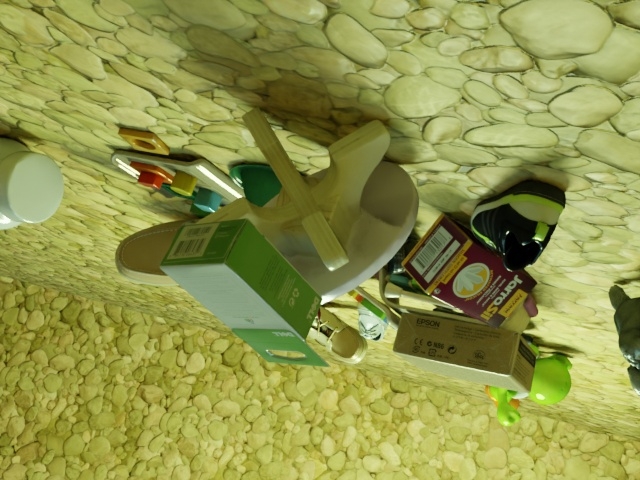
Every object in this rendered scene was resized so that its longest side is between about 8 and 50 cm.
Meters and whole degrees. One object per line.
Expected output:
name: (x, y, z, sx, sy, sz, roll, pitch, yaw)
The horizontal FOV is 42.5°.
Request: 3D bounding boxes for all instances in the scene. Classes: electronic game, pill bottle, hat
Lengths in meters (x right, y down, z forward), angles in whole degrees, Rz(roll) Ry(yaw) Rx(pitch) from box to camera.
electronic game: (0.359, 0.192, 1.835, 0.229, 0.048, 0.229, 18, 174, 2)
pill bottle: (-0.621, -0.108, 1.504, 0.302, 0.169, 0.169, 7, 164, 30)
hat: (-0.068, 0.001, 1.288, 0.209, 0.183, 0.173, 17, 166, -3)

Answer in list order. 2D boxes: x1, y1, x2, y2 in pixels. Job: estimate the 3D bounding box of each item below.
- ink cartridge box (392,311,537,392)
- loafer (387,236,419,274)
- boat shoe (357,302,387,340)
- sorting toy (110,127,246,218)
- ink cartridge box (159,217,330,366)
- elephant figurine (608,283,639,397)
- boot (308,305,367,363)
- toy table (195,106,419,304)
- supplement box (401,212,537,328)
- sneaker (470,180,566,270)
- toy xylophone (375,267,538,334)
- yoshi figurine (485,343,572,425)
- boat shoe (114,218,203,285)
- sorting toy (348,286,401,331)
ink cartridge box: (0.283, 0.218, 1.597, 0.235, 0.088, 0.193, 8, 166, 26)
loafer: (0.140, 0.019, 1.337, 0.061, 0.062, 0.170, 2, -169, 7)
boat shoe: (0.135, 0.212, 2.090, 0.079, 0.081, 0.227, 12, 166, 14)
sorting toy: (-0.235, -0.092, 1.393, 0.196, 0.047, 0.348, 7, 163, 30)
ink cartridge box: (-0.073, 0.064, 0.947, 0.109, 0.062, 0.209, -4, 140, 40)
elephant figurine: (0.579, 0.145, 1.234, 0.240, 0.186, 0.169, -20, -172, 23)
boot: (-0.011, 0.219, 2.157, 0.203, 0.095, 0.262, 32, -176, -42)
toy table: (-0.017, -0.034, 1.024, 0.252, 0.274, 0.161, 47, 175, 32)
supplement box: (0.231, 0.050, 1.268, 0.188, 0.104, 0.081, 27, -163, -38)
sneaker: (0.248, -0.006, 1.092, 0.084, 0.097, 0.234, 16, 166, 0)
toy xylophone: (0.253, 0.117, 1.592, 0.323, 0.081, 0.236, 11, 166, 19)
yoshi figurine: (0.520, 0.354, 2.039, 0.203, 0.203, 0.362, -2, 161, 7)
boat shoe: (-0.211, 0.010, 1.505, 0.341, 0.121, 0.110, -7, 171, -3)
sorting toy: (0.101, 0.127, 1.697, 0.208, 0.038, 0.193, 42, -179, 31)
